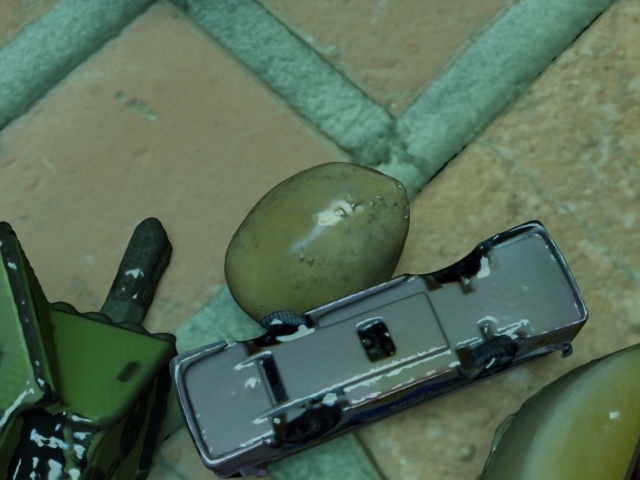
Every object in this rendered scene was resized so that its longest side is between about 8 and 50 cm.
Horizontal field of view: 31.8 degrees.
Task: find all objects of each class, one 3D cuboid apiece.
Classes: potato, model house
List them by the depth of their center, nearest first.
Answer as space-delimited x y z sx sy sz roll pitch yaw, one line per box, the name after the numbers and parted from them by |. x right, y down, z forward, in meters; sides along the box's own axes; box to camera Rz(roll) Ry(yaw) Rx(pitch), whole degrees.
-0.185 0.066 0.740 0.204 0.218 0.279 17 64 8 | model house
-0.003 0.001 0.815 0.147 0.112 0.112 -35 70 1 | potato

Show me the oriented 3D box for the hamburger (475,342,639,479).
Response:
0.229 0.197 0.689 0.301 0.170 0.302 1 65 -2 | hamburger

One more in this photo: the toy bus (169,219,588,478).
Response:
0.041 0.082 0.772 0.273 0.112 0.090 -20 68 -6 | toy bus
